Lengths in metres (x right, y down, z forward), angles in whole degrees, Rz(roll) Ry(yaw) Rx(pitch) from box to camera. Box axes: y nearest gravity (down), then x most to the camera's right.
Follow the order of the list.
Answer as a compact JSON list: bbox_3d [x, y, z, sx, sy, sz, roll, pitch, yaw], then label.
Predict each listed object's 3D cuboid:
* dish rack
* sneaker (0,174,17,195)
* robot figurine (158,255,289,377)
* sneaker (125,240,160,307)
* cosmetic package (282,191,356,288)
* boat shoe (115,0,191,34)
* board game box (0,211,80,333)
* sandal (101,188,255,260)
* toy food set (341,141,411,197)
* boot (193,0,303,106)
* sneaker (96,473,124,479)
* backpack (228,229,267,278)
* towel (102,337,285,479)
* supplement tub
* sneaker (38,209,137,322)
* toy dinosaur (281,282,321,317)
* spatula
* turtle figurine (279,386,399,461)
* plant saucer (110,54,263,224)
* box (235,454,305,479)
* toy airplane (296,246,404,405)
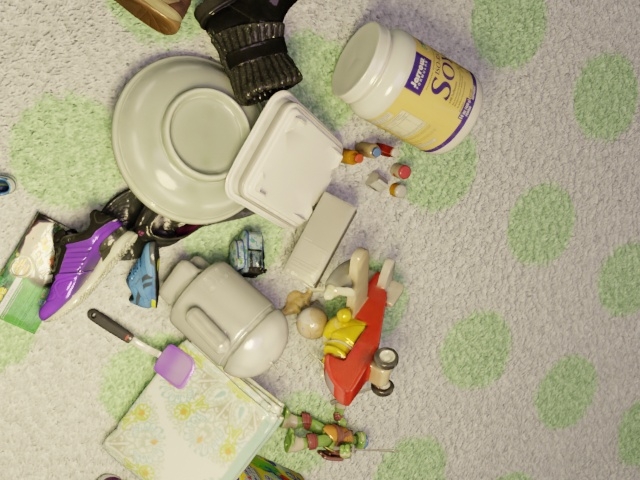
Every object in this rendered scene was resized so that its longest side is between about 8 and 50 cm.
[{"bbox_3d":[-0.067,-0.178,1.746,0.286,0.072,0.333,-61,149,-2],"label":"dish rack"},{"bbox_3d":[-0.740,-0.117,1.560,0.144,0.059,0.053,-11,108,-20],"label":"sneaker"},{"bbox_3d":[-0.221,0.191,1.728,0.353,0.300,0.200,40,108,7],"label":"robot figurine"},{"bbox_3d":[-0.426,0.085,1.700,0.082,0.069,0.209,9,133,-6],"label":"sneaker"},{"bbox_3d":[0.000,0.000,1.860,0.107,0.127,0.238,31,92,5],"label":"cosmetic package"},{"bbox_3d":[-0.433,-0.600,1.562,0.342,0.123,0.123,33,74,-26],"label":"boat shoe"},{"bbox_3d":[-0.660,0.076,1.657,0.136,0.030,0.260,32,88,-28],"label":"board game box"},{"bbox_3d":[-0.333,-0.076,1.720,0.445,0.107,0.168,-22,109,-17],"label":"sandal"},{"bbox_3d":[0.168,-0.196,1.913,0.232,0.104,0.111,35,87,-26],"label":"toy food set"},{"bbox_3d":[-0.095,-0.491,1.673,0.348,0.131,0.260,-31,85,-4],"label":"boot"},{"bbox_3d":[-0.475,0.676,1.835,0.223,0.098,0.083,26,91,-26],"label":"sneaker"},{"bbox_3d":[-0.187,0.032,1.808,0.084,0.105,0.114,6,76,-22],"label":"backpack"},{"bbox_3d":[-0.311,0.468,1.784,0.320,0.090,0.374,38,89,9],"label":"towel"},{"bbox_3d":[0.219,-0.386,1.818,0.331,0.241,0.241,23,92,-27],"label":"supplement tub"},{"bbox_3d":[-0.563,0.049,1.631,0.146,0.102,0.293,42,94,-5],"label":"sneaker"},{"bbox_3d":[-0.065,0.185,1.939,0.183,0.053,0.093,-36,99,-20],"label":"toy dinosaur"},{"bbox_3d":[-0.441,0.253,1.745,0.296,0.030,0.084,34,88,-7],"label":"spatula"},{"bbox_3d":[0.037,0.503,1.971,0.266,0.275,0.198,9,64,-21],"label":"turtle figurine"},{"bbox_3d":[-0.276,-0.239,1.655,0.400,0.100,0.401,2,87,-31],"label":"plant saucer"},{"bbox_3d":[-0.149,0.714,1.880,0.279,0.290,0.177,32,88,-27],"label":"box"},{"bbox_3d":[0.075,0.206,1.869,0.272,0.384,0.386,7,90,6],"label":"toy airplane"}]
